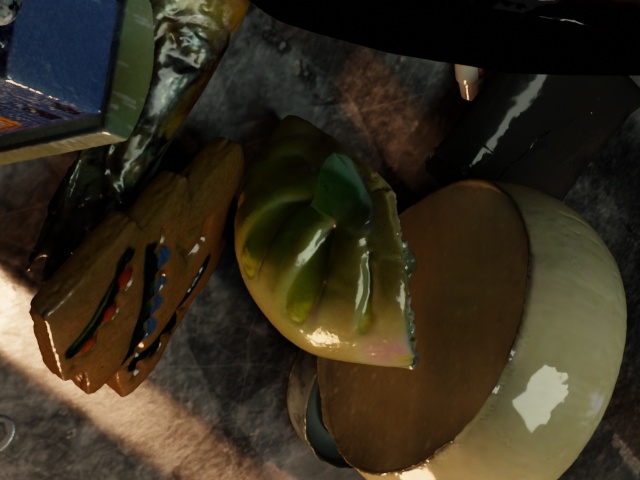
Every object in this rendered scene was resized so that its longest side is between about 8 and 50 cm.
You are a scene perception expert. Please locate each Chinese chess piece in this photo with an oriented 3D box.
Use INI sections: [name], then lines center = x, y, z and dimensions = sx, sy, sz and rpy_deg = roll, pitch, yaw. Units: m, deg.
[Chinese chess piece]
center = 0.145, 0.103, 1.578
dimensions = 0.140, 0.338, 0.338
rpy_deg = 26, 99, -31

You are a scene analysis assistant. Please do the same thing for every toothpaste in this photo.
[toothpaste]
center = 0.147, -0.241, 1.629
dimensions = 0.052, 0.033, 0.218
rpy_deg = -32, 132, -30

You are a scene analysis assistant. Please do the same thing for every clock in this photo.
[clock]
center = 0.062, 0.151, 1.804
dimensions = 0.226, 0.049, 0.226
rpy_deg = -20, 127, -29

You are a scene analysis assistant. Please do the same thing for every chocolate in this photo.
[chocolate]
center = 0.135, -0.326, 1.348
dimensions = 0.383, 0.383, 0.331
rpy_deg = 11, 87, -44

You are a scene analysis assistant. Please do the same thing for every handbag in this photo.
[handbag]
center = 0.240, -0.116, 1.730
dimensions = 0.223, 0.080, 0.247
rpy_deg = -56, 147, 4

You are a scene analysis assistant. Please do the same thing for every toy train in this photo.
[toy train]
center = -0.279, -0.136, 1.165
dimensions = 0.202, 0.299, 0.131
rpy_deg = 19, 72, -44

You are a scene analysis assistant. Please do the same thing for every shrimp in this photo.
[shrimp]
center = -0.193, -0.167, 1.355
dimensions = 0.272, 0.085, 0.445
rpy_deg = 8, 109, -37

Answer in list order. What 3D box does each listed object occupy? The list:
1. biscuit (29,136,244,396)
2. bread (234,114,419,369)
[biscuit]
center = -0.168, 0.045, 1.446
dimensions = 0.301, 0.043, 0.278
rpy_deg = -26, 144, -63
[bread]
center = 0.002, 0.012, 1.503
dimensions = 0.156, 0.260, 0.158
rpy_deg = -43, 155, -10
